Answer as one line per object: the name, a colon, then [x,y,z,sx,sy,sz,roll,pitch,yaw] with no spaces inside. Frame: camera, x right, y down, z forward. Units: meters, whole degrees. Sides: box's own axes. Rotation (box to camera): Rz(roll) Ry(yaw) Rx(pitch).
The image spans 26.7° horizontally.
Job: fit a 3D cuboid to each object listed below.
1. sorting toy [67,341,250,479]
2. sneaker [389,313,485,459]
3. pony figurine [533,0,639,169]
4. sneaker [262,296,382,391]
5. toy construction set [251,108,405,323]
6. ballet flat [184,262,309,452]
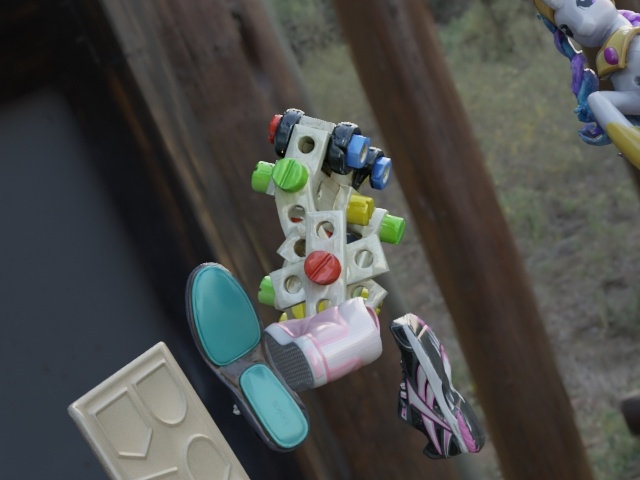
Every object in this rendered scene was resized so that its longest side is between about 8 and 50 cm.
sorting toy: [-0.163,0.287,1.580,0.041,0.307,0.229,-30,3,27]
sneaker: [0.116,0.175,1.547,0.077,0.178,0.072,-26,-2,18]
pony figurine: [0.403,-0.170,1.425,0.351,0.303,0.363,10,33,-26]
sneaker: [0.005,0.074,0.969,0.070,0.051,0.134,-26,5,-15]
toy construction set: [0.000,0.000,1.295,0.151,0.215,0.328,17,-4,3]
ballet flat: [-0.079,0.117,1.320,0.074,0.203,0.074,-29,4,2]
